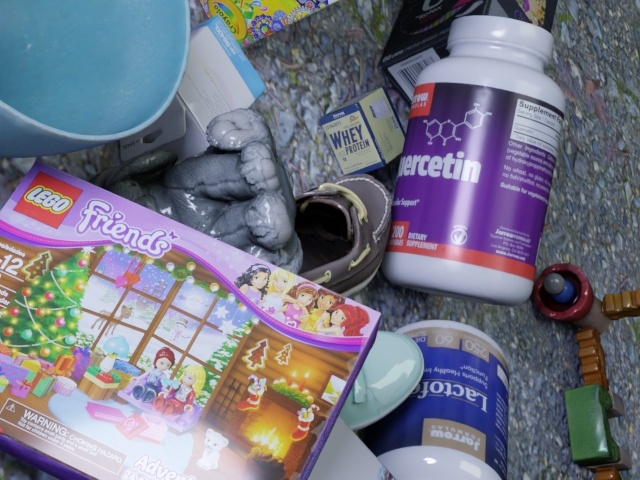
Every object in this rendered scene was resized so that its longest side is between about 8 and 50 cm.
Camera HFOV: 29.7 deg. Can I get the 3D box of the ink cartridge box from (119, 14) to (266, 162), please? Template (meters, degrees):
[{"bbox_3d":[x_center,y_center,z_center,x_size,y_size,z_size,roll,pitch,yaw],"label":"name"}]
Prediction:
[{"bbox_3d":[-0.136,-0.136,1.153,0.090,0.092,0.143,58,35,-18],"label":"ink cartridge box"}]

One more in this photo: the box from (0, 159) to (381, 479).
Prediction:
[{"bbox_3d":[-0.129,0.085,0.873,0.057,0.293,0.201,96,20,-62],"label":"box"}]

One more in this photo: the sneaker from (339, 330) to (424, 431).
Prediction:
[{"bbox_3d":[0.010,0.116,1.100,0.256,0.151,0.094,-9,67,-29],"label":"sneaker"}]

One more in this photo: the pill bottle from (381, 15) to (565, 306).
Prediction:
[{"bbox_3d":[0.185,-0.092,1.426,0.181,0.182,0.322,16,83,-51],"label":"pill bottle"}]

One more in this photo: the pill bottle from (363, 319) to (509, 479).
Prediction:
[{"bbox_3d":[0.120,0.224,1.262,0.153,0.153,0.264,48,33,-30],"label":"pill bottle"}]

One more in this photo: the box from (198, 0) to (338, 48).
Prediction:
[{"bbox_3d":[0.027,-0.370,1.331,0.177,0.279,0.290,63,35,-11],"label":"box"}]

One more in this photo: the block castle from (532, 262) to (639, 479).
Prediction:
[{"bbox_3d":[0.466,0.230,1.645,0.213,0.303,0.453,33,49,-51],"label":"block castle"}]

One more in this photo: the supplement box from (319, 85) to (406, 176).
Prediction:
[{"bbox_3d":[0.054,-0.130,1.451,0.083,0.056,0.083,-38,106,-55],"label":"supplement box"}]

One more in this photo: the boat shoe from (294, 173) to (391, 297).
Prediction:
[{"bbox_3d":[0.000,0.000,1.246,0.117,0.096,0.324,35,36,11],"label":"boat shoe"}]

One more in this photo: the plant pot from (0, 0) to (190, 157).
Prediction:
[{"bbox_3d":[-0.266,-0.183,0.898,0.290,0.195,0.290,28,53,-45],"label":"plant pot"}]

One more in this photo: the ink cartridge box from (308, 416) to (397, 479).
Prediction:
[{"bbox_3d":[-0.031,0.293,0.999,0.270,0.198,0.197,50,39,-27],"label":"ink cartridge box"}]

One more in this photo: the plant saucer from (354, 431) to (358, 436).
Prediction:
[{"bbox_3d":[-0.018,0.188,1.205,0.188,0.045,0.188,34,49,-43],"label":"plant saucer"}]

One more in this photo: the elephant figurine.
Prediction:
[{"bbox_3d":[-0.145,-0.017,1.053,0.186,0.239,0.169,70,6,-53],"label":"elephant figurine"}]

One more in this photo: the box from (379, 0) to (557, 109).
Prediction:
[{"bbox_3d":[0.209,-0.290,1.651,0.143,0.165,0.270,50,39,-27],"label":"box"}]

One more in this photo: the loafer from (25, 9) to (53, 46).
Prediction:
[{"bbox_3d":[-0.236,-0.196,1.083,0.056,0.050,0.148,66,18,-14],"label":"loafer"}]
